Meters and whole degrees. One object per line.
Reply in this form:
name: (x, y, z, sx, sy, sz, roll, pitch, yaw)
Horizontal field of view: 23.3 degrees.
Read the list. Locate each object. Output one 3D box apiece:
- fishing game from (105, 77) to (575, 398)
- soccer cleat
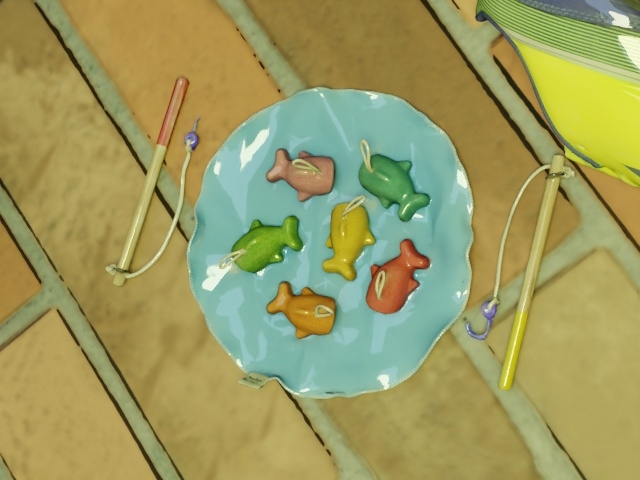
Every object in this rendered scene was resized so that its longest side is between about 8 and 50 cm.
fishing game: (0.000, 0.000, 0.901, 0.264, 0.041, 0.189, 18, 89, 22)
soccer cleat: (0.193, -0.056, 0.821, 0.289, 0.093, 0.121, 53, 134, 13)
